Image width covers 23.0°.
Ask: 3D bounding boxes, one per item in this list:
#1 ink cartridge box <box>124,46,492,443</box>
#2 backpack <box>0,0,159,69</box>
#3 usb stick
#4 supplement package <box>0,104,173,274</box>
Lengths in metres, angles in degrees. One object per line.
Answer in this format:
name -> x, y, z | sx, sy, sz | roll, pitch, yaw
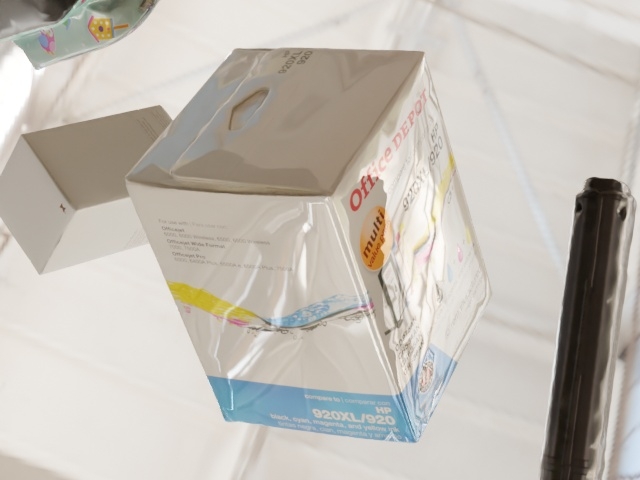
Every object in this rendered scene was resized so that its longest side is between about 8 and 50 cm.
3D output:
ink cartridge box -> 0.000, 0.000, 1.143 | 0.168, 0.232, 0.171 | 4, -138, 29
backpack -> -0.159, -0.211, 1.039 | 0.144, 0.166, 0.188 | 41, -116, -25
usb stick -> 0.181, 0.096, 1.093 | 0.045, 0.077, 0.278 | 7, -94, 19
supplement package -> -0.220, -0.053, 1.585 | 0.179, 0.105, 0.105 | -18, -116, -44
